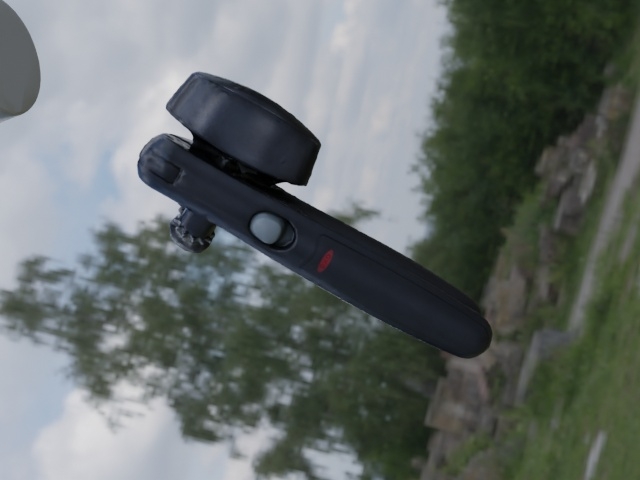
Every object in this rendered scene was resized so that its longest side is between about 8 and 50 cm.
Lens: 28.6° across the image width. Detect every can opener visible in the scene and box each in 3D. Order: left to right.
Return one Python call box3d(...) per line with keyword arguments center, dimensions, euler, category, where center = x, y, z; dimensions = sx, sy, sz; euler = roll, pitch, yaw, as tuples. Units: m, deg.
box3d(center=(0.000, 0.000, 0.574), dimensions=(0.073, 0.186, 0.059), euler=(-53, 7, 20), category="can opener")

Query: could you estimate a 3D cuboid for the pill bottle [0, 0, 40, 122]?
box3d(center=(-0.291, -0.101, 0.851), dimensions=(0.112, 0.187, 0.112), euler=(43, -140, -51), category="pill bottle")
